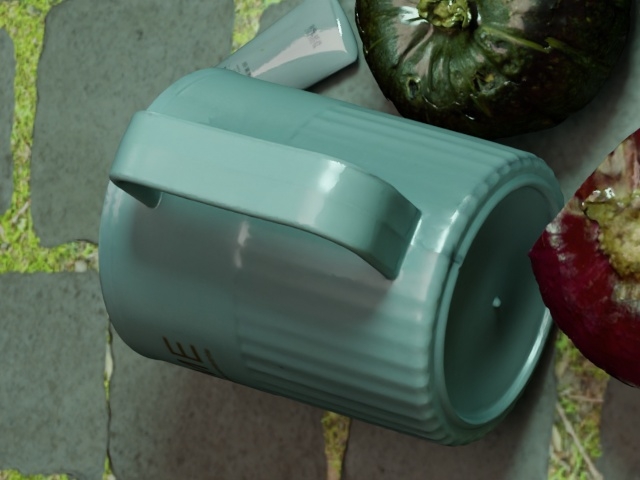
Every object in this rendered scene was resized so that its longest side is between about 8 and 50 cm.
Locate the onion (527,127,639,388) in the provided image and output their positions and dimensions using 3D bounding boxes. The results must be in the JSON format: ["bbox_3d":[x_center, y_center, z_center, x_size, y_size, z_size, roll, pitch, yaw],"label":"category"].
[{"bbox_3d":[0.277,0.025,1.380,0.207,0.216,0.206,47,113,19],"label":"onion"}]

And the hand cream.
[{"bbox_3d":[-0.077,-0.143,1.711,0.255,0.048,0.079,-29,75,23],"label":"hand cream"}]

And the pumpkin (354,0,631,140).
[{"bbox_3d":[0.137,-0.197,1.517,0.238,0.159,0.238,-1,88,29],"label":"pumpkin"}]

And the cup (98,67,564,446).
[{"bbox_3d":[0.011,-0.011,1.491,0.311,0.331,0.257,16,50,30],"label":"cup"}]
